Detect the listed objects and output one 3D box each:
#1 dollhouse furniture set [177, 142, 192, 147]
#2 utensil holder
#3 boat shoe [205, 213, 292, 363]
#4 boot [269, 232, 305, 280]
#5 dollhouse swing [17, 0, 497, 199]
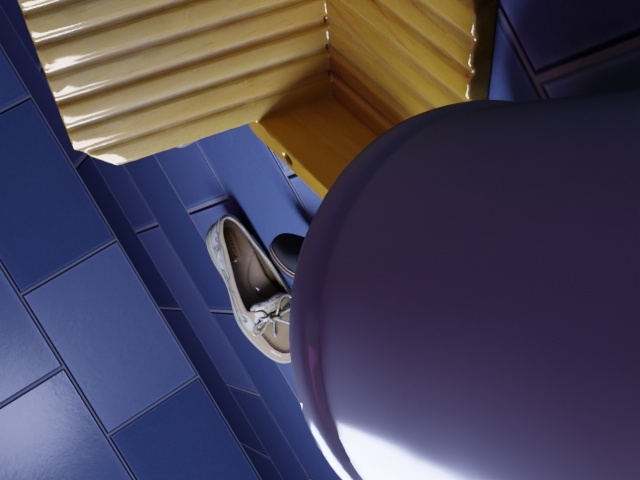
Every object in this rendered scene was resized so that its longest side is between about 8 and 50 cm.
[{"bbox_3d":[-0.284,-0.274,1.476,0.242,0.161,0.212,46,158,30],"label":"dollhouse furniture set"},{"bbox_3d":[0.206,0.065,0.566,0.328,0.327,0.385,63,158,-14],"label":"utensil holder"},{"bbox_3d":[-0.114,0.088,1.707,0.285,0.104,0.089,58,164,2],"label":"boat shoe"},{"bbox_3d":[0.000,0.000,1.360,0.197,0.077,0.137,26,141,35],"label":"boot"},{"bbox_3d":[-0.062,-0.154,0.902,0.315,0.305,0.347,46,157,31],"label":"dollhouse swing"}]
